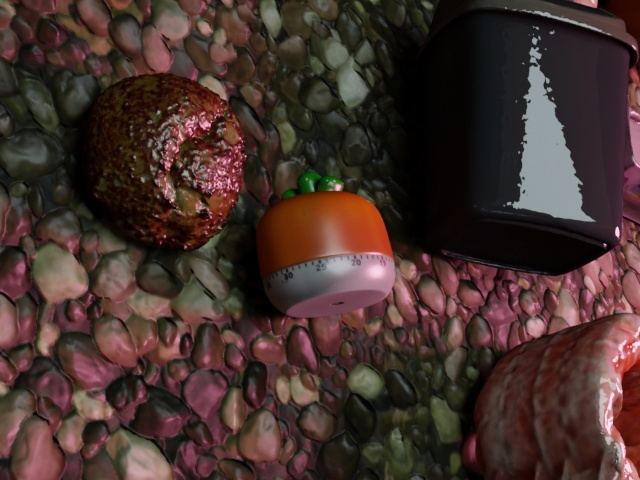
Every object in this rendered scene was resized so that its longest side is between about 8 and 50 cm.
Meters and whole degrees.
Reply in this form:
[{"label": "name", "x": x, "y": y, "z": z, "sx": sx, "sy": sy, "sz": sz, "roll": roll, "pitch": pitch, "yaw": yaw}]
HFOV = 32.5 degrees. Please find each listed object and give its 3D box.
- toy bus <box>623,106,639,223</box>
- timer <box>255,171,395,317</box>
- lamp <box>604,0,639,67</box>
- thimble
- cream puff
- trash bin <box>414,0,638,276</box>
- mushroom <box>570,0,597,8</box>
[{"label": "toy bus", "x": 0.426, "y": -0.069, "z": 1.369, "sx": 0.274, "sy": 0.112, "sz": 0.090, "roll": 22, "pitch": 58, "yaw": -36}, {"label": "timer", "x": 0.000, "y": 0.000, "z": 0.941, "sx": 0.136, "sy": 0.099, "sz": 0.136, "roll": 36, "pitch": 38, "yaw": -34}, {"label": "lamp", "x": 0.486, "y": -0.333, "z": 1.486, "sx": 0.223, "sy": 0.196, "sz": 0.223, "roll": -15, "pitch": 118, "yaw": -30}, {"label": "thimble", "x": 0.268, "y": 0.198, "z": 1.067, "sx": 0.239, "sy": 0.162, "sz": 0.239, "roll": 20, "pitch": 61, "yaw": -41}, {"label": "cream puff", "x": -0.115, "y": -0.065, "z": 0.864, "sx": 0.149, "sy": 0.084, "sz": 0.149, "roll": 17, "pitch": 62, "yaw": -37}, {"label": "trash bin", "x": 0.206, "y": -0.124, "z": 1.118, "sx": 0.209, "sy": 0.182, "sz": 0.290, "roll": 11, "pitch": 69, "yaw": -17}, {"label": "mushroom", "x": 0.257, "y": -0.263, "z": 1.267, "sx": 0.166, "sy": 0.127, "sz": 0.166, "roll": -12, "pitch": 106, "yaw": -48}]
